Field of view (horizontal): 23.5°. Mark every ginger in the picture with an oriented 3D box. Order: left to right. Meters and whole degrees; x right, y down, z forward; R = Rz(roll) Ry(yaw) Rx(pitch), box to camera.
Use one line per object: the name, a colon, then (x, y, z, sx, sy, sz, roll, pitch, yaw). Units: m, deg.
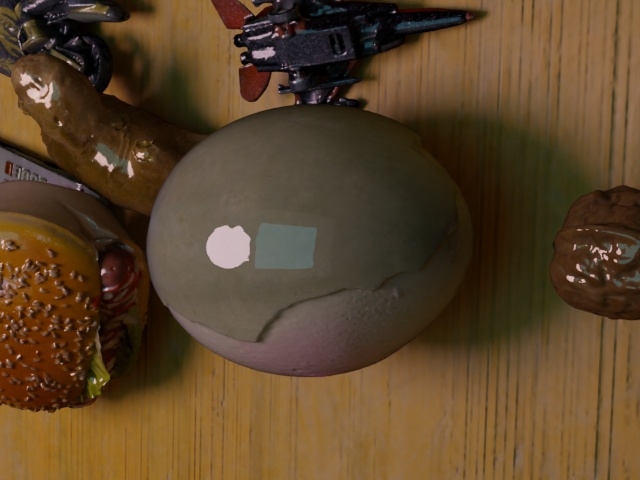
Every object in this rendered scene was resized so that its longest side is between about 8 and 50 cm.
ginger: (-0.146, -0.063, 1.173, 0.205, 0.081, 0.115, 32, 137, 3)

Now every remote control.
remote control: (-0.240, -0.038, 1.289, 0.166, 0.029, 0.065, 24, 110, 38)

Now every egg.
egg: (0.000, 0.000, 1.009, 0.217, 0.183, 0.183, -2, 94, 47)

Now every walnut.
walnut: (0.184, 0.008, 0.939, 0.096, 0.082, 0.079, 8, 72, 38)

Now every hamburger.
hamburger: (-0.219, 0.048, 1.192, 0.210, 0.173, 0.116, 114, 162, -48)

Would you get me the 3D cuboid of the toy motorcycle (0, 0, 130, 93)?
toy motorcycle: (-0.228, -0.188, 1.246, 0.193, 0.061, 0.124, 20, 104, 36)

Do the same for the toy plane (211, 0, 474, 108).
toy plane: (0.015, -0.141, 1.061, 0.189, 0.061, 0.130, 1, 118, 35)
